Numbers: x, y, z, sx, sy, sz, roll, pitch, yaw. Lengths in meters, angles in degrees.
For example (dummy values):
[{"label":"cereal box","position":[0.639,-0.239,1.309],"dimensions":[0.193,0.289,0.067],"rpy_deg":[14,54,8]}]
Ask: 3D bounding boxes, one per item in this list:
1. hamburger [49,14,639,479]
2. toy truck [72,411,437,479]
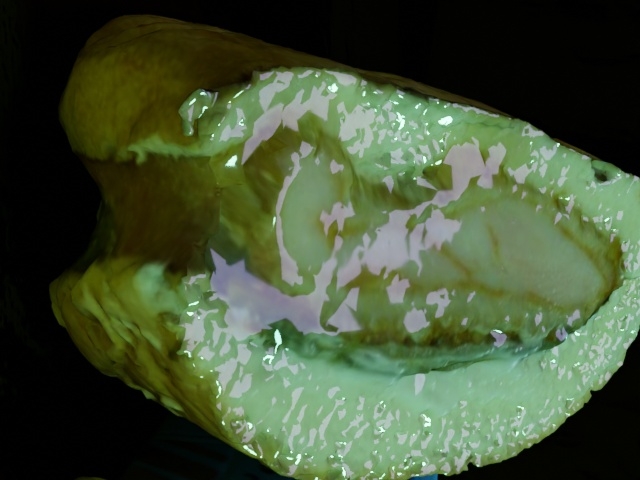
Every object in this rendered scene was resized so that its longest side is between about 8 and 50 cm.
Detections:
[{"label":"hamburger","position":[-0.001,-0.003,0.553],"dimensions":[0.330,0.209,0.162],"rpy_deg":[5,102,-46]},{"label":"toy truck","position":[-0.030,0.166,0.575],"dimensions":[0.385,0.162,0.161],"rpy_deg":[-55,149,-73]}]
